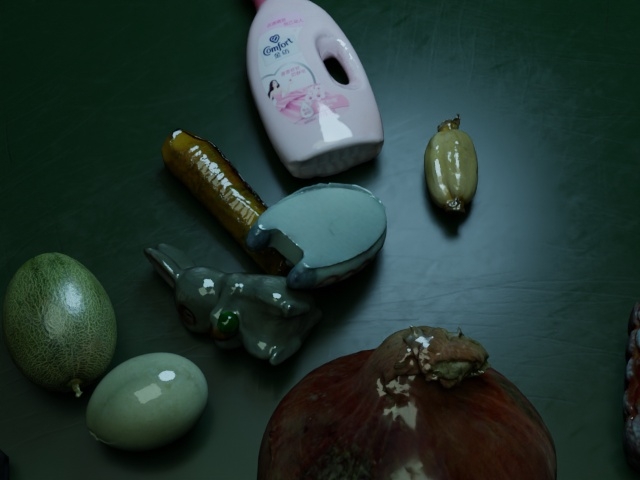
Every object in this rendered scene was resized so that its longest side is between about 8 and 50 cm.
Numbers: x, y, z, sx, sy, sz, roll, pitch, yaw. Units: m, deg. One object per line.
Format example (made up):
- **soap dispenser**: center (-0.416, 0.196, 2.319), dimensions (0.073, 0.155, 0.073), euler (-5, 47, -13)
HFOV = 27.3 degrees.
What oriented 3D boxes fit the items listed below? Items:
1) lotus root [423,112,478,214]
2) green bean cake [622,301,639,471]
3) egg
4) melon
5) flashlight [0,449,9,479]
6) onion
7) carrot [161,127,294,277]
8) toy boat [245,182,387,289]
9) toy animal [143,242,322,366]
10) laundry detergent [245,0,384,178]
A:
- **lotus root**: center (0.174, -0.099, 1.754), dimensions (0.073, 0.062, 0.150), euler (-11, 61, 21)
- **green bean cake**: center (0.480, 0.189, 1.583), dimensions (0.233, 0.097, 0.198), euler (7, 66, 13)
- **egg**: center (-0.210, 0.196, 1.591), dimensions (0.152, 0.114, 0.114), euler (-24, 67, -8)
- **melon**: center (-0.321, 0.108, 1.622), dimensions (0.139, 0.139, 0.192), euler (-18, 67, -7)
- **flashlight**: center (-0.490, 0.289, 1.570), dimensions (0.232, 0.093, 0.093), euler (0, 65, -3)
- **onion**: center (0.098, 0.276, 1.452), dimensions (0.354, 0.353, 0.353), euler (0, 65, 1)
- **carrot**: center (-0.114, -0.045, 1.731), dimensions (0.070, 0.070, 0.260), euler (-36, 70, -15)
- **toy boat**: center (0.000, 0.000, 1.669), dimensions (0.134, 0.078, 0.208), euler (37, 42, 21)
- **toy animal**: center (-0.118, 0.080, 1.666), dimensions (0.236, 0.138, 0.108), euler (17, 107, 32)
- **laundry detergent**: center (-0.028, -0.248, 1.813), dimensions (0.159, 0.088, 0.335), euler (-14, 65, -11)
